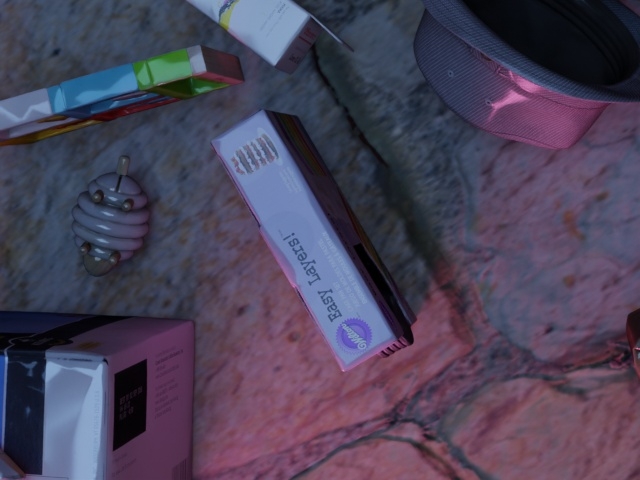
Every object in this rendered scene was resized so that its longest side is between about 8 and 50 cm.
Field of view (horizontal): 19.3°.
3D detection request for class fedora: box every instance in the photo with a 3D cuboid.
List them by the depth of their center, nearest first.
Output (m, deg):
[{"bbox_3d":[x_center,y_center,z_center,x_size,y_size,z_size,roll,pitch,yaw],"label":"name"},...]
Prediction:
[{"bbox_3d":[0.200,-0.179,1.846,0.275,0.244,0.124,31,126,4],"label":"fedora"}]

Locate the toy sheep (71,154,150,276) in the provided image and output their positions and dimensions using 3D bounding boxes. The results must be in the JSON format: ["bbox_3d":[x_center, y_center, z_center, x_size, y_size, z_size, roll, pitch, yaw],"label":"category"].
[{"bbox_3d":[-0.218,-0.024,1.960,0.091,0.091,0.132,22,103,7],"label":"toy sheep"}]

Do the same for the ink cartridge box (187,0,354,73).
[{"bbox_3d":[-0.066,-0.232,1.913,0.198,0.115,0.067,37,96,6],"label":"ink cartridge box"}]

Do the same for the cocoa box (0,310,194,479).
[{"bbox_3d":[-0.273,0.198,1.846,0.228,0.347,0.231,2,94,9],"label":"cocoa box"}]

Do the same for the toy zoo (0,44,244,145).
[{"bbox_3d":[-0.236,-0.140,1.905,0.293,0.192,0.030,-15,89,10],"label":"toy zoo"}]

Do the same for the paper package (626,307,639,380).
[{"bbox_3d":[0.450,0.094,1.741,0.309,0.325,0.168,-23,89,8],"label":"paper package"}]

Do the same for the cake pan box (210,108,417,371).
[{"bbox_3d":[0.000,0.000,1.848,0.070,0.246,0.267,-30,87,9],"label":"cake pan box"}]

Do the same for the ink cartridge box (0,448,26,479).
[{"bbox_3d":[-0.367,0.208,1.676,0.179,0.045,0.145,42,101,25],"label":"ink cartridge box"}]
